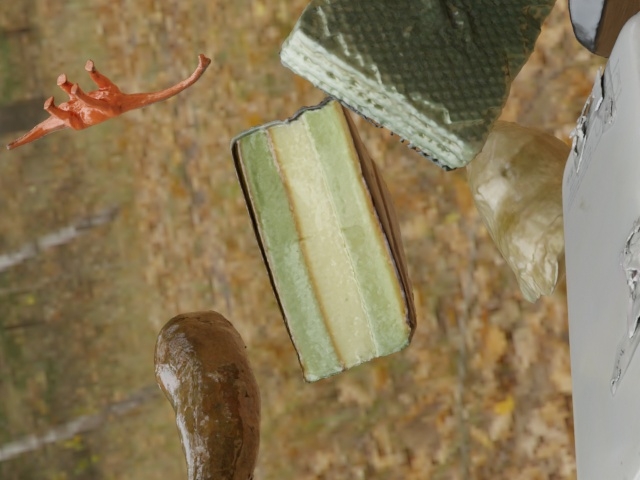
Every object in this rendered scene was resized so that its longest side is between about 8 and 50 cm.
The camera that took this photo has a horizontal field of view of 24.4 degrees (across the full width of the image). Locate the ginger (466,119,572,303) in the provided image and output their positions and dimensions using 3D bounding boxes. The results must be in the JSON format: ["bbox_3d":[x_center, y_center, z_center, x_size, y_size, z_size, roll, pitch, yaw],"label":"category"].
[{"bbox_3d":[0.168,-0.032,1.201,0.122,0.115,0.193,43,-168,-8],"label":"ginger"}]

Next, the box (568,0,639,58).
[{"bbox_3d":[0.211,-0.219,0.926,0.042,0.201,0.212,15,102,27],"label":"box"}]

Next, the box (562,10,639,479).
[{"bbox_3d":[0.158,0.019,0.750,0.142,0.044,0.285,106,172,-47],"label":"box"}]

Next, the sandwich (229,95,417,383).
[{"bbox_3d":[0.000,0.000,1.266,0.144,0.117,0.187,56,-161,-40],"label":"sandwich"}]

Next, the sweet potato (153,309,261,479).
[{"bbox_3d":[-0.102,0.145,1.358,0.292,0.097,0.097,-110,16,-62],"label":"sweet potato"}]

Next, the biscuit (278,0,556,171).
[{"bbox_3d":[0.088,-0.174,1.031,0.252,0.150,0.052,-59,5,-38],"label":"biscuit"}]

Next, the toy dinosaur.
[{"bbox_3d":[-0.274,-0.182,1.858,0.101,0.280,0.055,45,-151,-51],"label":"toy dinosaur"}]
